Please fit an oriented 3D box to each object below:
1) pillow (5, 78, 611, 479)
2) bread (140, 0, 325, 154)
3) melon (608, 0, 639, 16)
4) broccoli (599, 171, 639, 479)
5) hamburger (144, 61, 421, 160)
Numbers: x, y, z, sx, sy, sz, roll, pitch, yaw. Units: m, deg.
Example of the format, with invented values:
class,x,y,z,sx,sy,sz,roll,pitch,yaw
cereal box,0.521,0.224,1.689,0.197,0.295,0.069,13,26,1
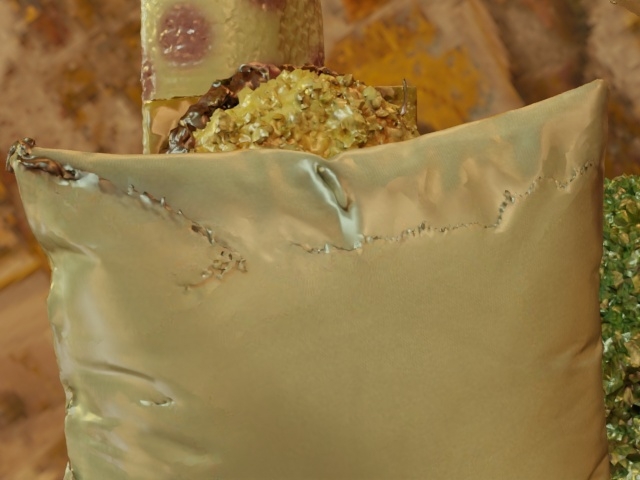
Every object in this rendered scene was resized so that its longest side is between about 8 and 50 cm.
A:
class,x,y,z,sx,sy,sz,roll,pitch,yaw
pillow,0.011,0.086,0.847,0.312,0.310,0.119,-7,11,-10
bread,-0.077,-0.092,1.596,0.155,0.338,0.187,3,6,19
melon,0.329,-0.327,1.396,0.223,0.223,0.317,-70,-2,-67
broccoli,0.278,0.113,1.169,0.413,0.321,0.310,-49,43,41
hamburger,0.000,0.000,1.117,0.261,0.243,0.138,-9,8,-29
